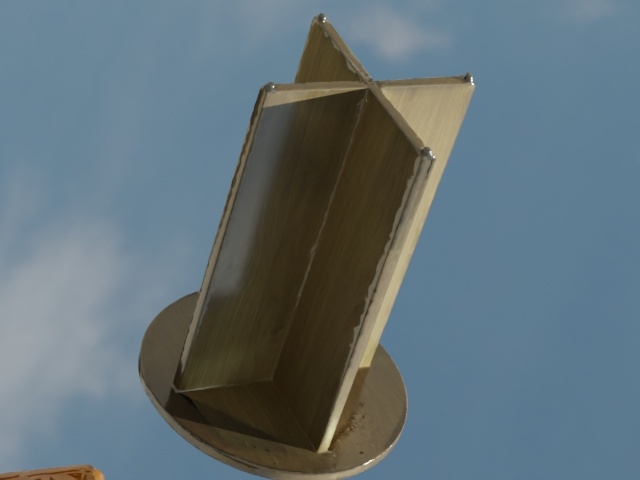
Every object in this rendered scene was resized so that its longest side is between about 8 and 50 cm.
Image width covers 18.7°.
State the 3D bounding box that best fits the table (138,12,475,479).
[{"bbox_3d":[0.000,0.000,1.106,0.167,0.167,0.226,-111,-149,-47],"label":"table"}]

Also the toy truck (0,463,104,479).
[{"bbox_3d":[-0.151,0.316,0.891,0.173,0.387,0.207,-11,-172,41],"label":"toy truck"}]
